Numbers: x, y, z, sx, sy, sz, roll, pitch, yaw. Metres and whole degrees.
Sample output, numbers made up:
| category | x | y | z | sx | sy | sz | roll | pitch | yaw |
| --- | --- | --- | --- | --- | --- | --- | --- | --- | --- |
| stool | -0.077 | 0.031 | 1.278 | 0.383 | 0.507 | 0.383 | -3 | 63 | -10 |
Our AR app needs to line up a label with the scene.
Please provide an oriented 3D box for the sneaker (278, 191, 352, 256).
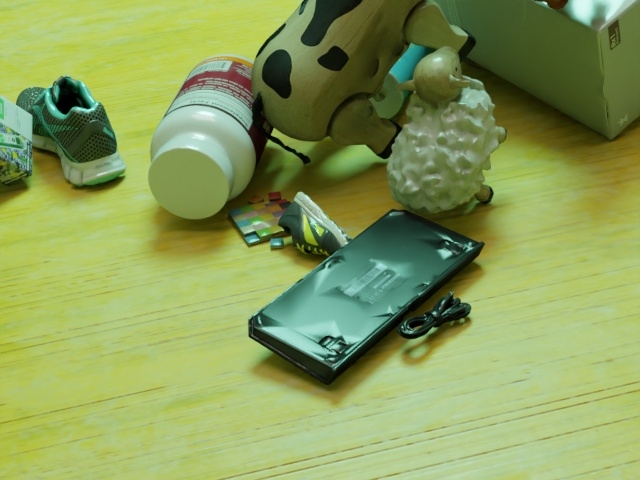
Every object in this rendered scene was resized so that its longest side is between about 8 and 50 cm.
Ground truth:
| category | x | y | z | sx | sy | sz | roll | pitch | yaw |
| --- | --- | --- | --- | --- | --- | --- | --- | --- | --- |
| sneaker | 0.000 | 0.000 | 1.051 | 0.035 | 0.031 | 0.083 | -46 | 52 | 3 |

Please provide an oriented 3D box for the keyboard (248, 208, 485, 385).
| category | x | y | z | sx | sy | sz | roll | pitch | yaw |
| --- | --- | --- | --- | --- | --- | --- | --- | --- | --- |
| keyboard | 0.045 | 0.041 | 0.975 | 0.108 | 0.023 | 0.180 | 25 | 43 | 30 |

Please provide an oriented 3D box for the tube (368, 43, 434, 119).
| category | x | y | z | sx | sy | sz | roll | pitch | yaw |
| --- | --- | --- | --- | --- | --- | --- | --- | --- | --- |
| tube | 0.069 | -0.171 | 1.301 | 0.080 | 0.052 | 0.207 | 10 | 29 | 9 |

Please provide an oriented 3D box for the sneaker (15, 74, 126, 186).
| category | x | y | z | sx | sy | sz | roll | pitch | yaw |
| --- | --- | --- | --- | --- | --- | --- | --- | --- | --- |
| sneaker | -0.218 | -0.111 | 1.217 | 0.065 | 0.076 | 0.166 | -23 | 35 | -27 |

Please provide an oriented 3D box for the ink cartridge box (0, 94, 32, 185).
| category | x | y | z | sx | sy | sz | roll | pitch | yaw |
| --- | --- | --- | --- | --- | --- | --- | --- | --- | --- |
| ink cartridge box | -0.283 | -0.097 | 1.155 | 0.029 | 0.115 | 0.063 | -20 | 59 | 23 |

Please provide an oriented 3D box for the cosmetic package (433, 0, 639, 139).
| category | x | y | z | sx | sy | sz | roll | pitch | yaw |
| --- | --- | --- | --- | --- | --- | --- | --- | --- | --- |
| cosmetic package | 0.186 | -0.202 | 1.204 | 0.107 | 0.127 | 0.238 | -41 | 53 | -19 |

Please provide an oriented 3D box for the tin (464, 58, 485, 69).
| category | x | y | z | sx | sy | sz | roll | pitch | yaw |
| --- | --- | --- | --- | --- | --- | --- | --- | --- | --- |
| tin | 0.219 | -0.188 | 1.310 | 0.189 | 0.040 | 0.106 | 9 | 39 | 23 |

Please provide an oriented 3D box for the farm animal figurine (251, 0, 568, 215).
| category | x | y | z | sx | sy | sz | roll | pitch | yaw |
| --- | --- | --- | --- | --- | --- | --- | --- | --- | --- |
| farm animal figurine | 0.035 | -0.215 | 1.113 | 0.330 | 0.327 | 0.172 | 25 | 2 | 38 |

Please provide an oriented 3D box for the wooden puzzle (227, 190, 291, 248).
| category | x | y | z | sx | sy | sz | roll | pitch | yaw |
| --- | --- | --- | --- | --- | --- | --- | --- | --- | --- |
| wooden puzzle | -0.042 | -0.016 | 1.100 | 0.049 | 0.006 | 0.083 | -16 | 33 | -16 |

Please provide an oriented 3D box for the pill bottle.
| category | x | y | z | sx | sy | sz | roll | pitch | yaw |
| --- | --- | --- | --- | --- | --- | --- | --- | --- | --- |
| pill bottle | -0.087 | -0.082 | 1.140 | 0.086 | 0.086 | 0.152 | 2 | 33 | 12 |
